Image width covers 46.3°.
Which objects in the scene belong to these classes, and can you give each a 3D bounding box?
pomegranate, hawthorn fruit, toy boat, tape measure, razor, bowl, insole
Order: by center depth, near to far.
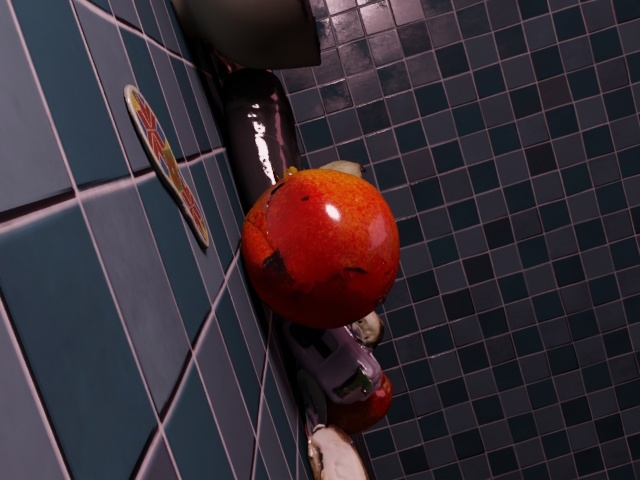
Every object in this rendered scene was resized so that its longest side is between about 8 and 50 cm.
[{"bbox_3d":[-0.125,-0.057,0.628,0.193,0.006,0.065,71,2,-53],"label":"insole"},{"bbox_3d":[0.000,0.000,0.964,0.210,0.210,0.235,72,1,-53],"label":"pomegranate"},{"bbox_3d":[-0.131,-0.403,1.088,0.354,0.185,0.354,-17,90,-89],"label":"bowl"},{"bbox_3d":[-0.020,0.247,1.123,0.149,0.034,0.105,0,75,-76],"label":"toy boat"},{"bbox_3d":[0.023,0.165,1.156,0.178,0.105,0.196,48,1,12],"label":"tape measure"},{"bbox_3d":[-0.073,-0.096,1.192,0.204,0.113,0.349,72,3,-74],"label":"razor"},{"bbox_3d":[0.059,0.270,1.301,0.133,0.138,0.133,39,36,-35],"label":"hawthorn fruit"}]

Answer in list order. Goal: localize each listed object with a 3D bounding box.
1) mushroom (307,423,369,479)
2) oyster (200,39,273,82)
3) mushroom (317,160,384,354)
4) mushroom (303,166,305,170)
[{"bbox_3d":[0.032,0.333,0.940,0.210,0.072,0.094,-107,-172,-57],"label":"mushroom"},{"bbox_3d":[-0.153,-0.357,1.361,0.166,0.110,0.341,-108,180,-74],"label":"oyster"},{"bbox_3d":[0.014,0.032,1.313,0.247,0.130,0.344,2,-85,52],"label":"mushroom"},{"bbox_3d":[-0.050,-0.018,1.519,0.087,0.107,0.333,12,53,-46],"label":"mushroom"}]
